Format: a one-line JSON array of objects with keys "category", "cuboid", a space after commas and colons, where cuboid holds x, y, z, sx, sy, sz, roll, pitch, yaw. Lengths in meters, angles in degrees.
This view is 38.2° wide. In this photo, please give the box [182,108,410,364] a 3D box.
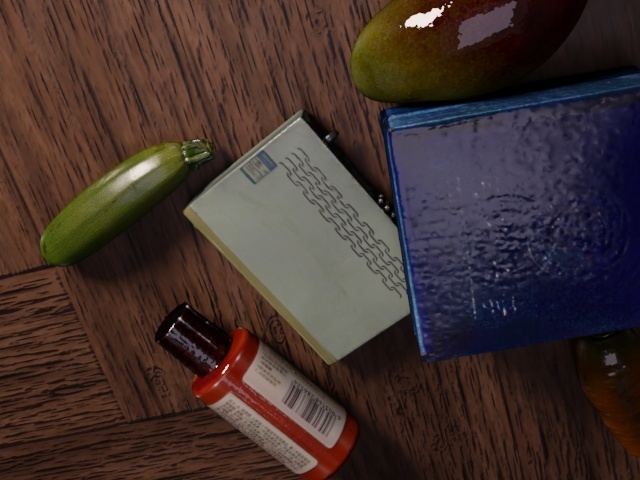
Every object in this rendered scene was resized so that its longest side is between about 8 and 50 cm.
[{"category": "box", "cuboid": [0.000, 0.000, 1.073, 0.211, 0.045, 0.270, -37, 108, 20]}]

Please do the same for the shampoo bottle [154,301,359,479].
[{"category": "shampoo bottle", "cuboid": [-0.083, 0.181, 1.139, 0.278, 0.104, 0.104, 41, 113, -16]}]

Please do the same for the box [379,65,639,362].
[{"category": "box", "cuboid": [0.220, -0.027, 0.976, 0.278, 0.116, 0.261, -10, 111, 4]}]

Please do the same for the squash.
[{"category": "squash", "cuboid": [-0.231, -0.047, 1.056, 0.252, 0.066, 0.066, -35, 110, 19]}]

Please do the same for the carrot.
[{"category": "carrot", "cuboid": [0.364, 0.183, 1.119, 0.087, 0.087, 0.193, -19, 116, 14]}]

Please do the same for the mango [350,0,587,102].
[{"category": "mango", "cuboid": [0.150, -0.208, 0.919, 0.267, 0.111, 0.133, -24, 124, 21]}]
